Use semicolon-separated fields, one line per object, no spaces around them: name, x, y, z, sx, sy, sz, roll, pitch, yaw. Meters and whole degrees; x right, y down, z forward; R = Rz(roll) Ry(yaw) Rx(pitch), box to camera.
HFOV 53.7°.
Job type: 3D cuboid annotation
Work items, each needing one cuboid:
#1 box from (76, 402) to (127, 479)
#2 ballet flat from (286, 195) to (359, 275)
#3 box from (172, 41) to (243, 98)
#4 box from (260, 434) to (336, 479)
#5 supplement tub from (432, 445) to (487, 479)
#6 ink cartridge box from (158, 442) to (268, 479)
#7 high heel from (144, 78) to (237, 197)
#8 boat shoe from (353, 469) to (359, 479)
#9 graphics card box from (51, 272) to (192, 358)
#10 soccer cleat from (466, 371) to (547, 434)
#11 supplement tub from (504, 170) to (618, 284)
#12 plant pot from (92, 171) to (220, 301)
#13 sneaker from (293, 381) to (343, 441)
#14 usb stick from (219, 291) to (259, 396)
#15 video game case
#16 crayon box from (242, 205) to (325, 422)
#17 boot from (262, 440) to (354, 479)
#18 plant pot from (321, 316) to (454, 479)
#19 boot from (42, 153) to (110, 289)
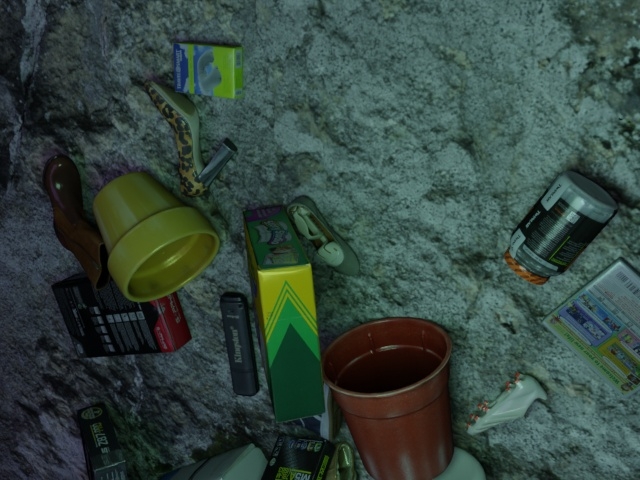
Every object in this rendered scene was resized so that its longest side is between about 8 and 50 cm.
box;-0.621;0.729;1.857;0.318;0.097;0.395;31;127;55
ballet flat;0.000;0.000;1.375;0.072;0.068;0.213;-38;89;32
box;-0.254;-0.375;1.384;0.178;0.042;0.109;12;113;23
box;-0.066;0.571;1.531;0.045;0.184;0.191;43;146;-27
supplement tub;0.255;0.640;1.379;0.235;0.235;0.325;-1;108;28
ink cartridge box;-0.284;0.762;1.742;0.395;0.166;0.285;-30;93;32
high heel;-0.339;-0.225;1.446;0.261;0.093;0.186;43;116;-4
boat shoe;0.024;0.649;1.601;0.073;0.080;0.223;37;112;-23
graphics card box;-0.541;0.192;1.710;0.371;0.094;0.233;-10;103;29
soccer cleat;0.381;0.355;1.311;0.076;0.068;0.196;41;119;5
supplement tub;0.419;-0.019;1.123;0.117;0.117;0.190;38;120;10
plant pot;-0.403;-0.024;1.484;0.239;0.254;0.254;52;123;18
sneaker;-0.024;0.346;1.476;0.153;0.099;0.282;19;130;21
usb stick;-0.203;0.264;1.590;0.077;0.045;0.278;4;109;27
video game case;0.560;0.166;1.173;0.212;0.023;0.193;44;122;6
crayon box;-0.084;0.131;1.297;0.106;0.363;0.313;-9;111;-9
boot;-0.044;0.633;1.551;0.269;0.236;0.089;-28;133;34
plant pot;0.157;0.344;1.321;0.272;0.272;0.265;-2;115;28
boot;-0.611;-0.050;1.588;0.280;0.096;0.264;40;126;41
